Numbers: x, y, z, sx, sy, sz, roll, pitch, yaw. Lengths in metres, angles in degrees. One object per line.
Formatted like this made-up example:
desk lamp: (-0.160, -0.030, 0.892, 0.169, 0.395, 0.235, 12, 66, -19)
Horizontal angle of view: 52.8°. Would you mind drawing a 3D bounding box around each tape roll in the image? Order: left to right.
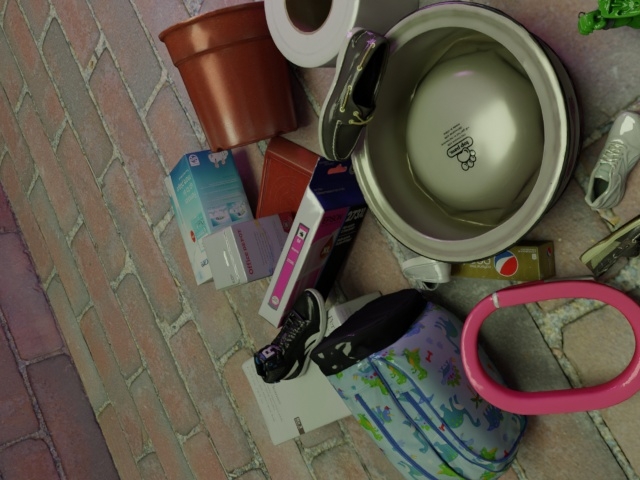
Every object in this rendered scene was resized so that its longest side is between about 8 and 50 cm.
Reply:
tape roll: (0.036, -0.445, 1.192, 0.246, 0.169, 0.246, 14, 111, 42)

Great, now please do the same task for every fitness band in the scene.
fitness band: (0.368, 0.167, 1.017, 0.290, 0.054, 0.209, -10, 91, 19)

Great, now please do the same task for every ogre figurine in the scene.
ogre figurine: (0.447, -0.324, 0.838, 0.197, 0.118, 0.097, -50, 61, 39)

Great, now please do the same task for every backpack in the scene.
backpack: (0.193, 0.278, 1.155, 0.273, 0.290, 0.356, -22, 92, 37)

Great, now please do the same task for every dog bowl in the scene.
dog bowl: (0.242, -0.176, 1.067, 0.407, 0.150, 0.408, 14, 110, 42)

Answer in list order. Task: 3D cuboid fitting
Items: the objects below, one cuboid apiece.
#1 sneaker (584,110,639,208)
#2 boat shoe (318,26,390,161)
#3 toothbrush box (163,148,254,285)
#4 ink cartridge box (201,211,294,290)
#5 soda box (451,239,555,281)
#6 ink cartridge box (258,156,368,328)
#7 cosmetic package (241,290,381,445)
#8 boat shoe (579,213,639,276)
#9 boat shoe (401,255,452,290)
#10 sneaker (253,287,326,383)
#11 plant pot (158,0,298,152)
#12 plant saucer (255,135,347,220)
sneaker: (0.434, -0.115, 0.950, 0.053, 0.061, 0.152, 28, 118, 40)
boat shoe: (0.057, -0.233, 1.074, 0.068, 0.081, 0.228, 34, 120, 40)
toothbrush box: (-0.268, -0.057, 1.611, 0.216, 0.126, 0.296, -24, 84, 60)
ink cartridge box: (-0.148, 0.024, 1.433, 0.127, 0.176, 0.128, -19, 87, 47)
soda box: (0.308, 0.033, 1.120, 0.181, 0.058, 0.061, 1, 102, 46)
ink cartridge box: (0.000, 0.000, 1.322, 0.069, 0.175, 0.371, 33, 117, 26)
cosmetic package: (0.011, 0.290, 1.424, 0.385, 0.156, 0.217, -41, 70, 45)
boat shoe: (0.459, 0.003, 0.965, 0.049, 0.056, 0.152, 55, 143, 13)
boat shoe: (0.200, 0.061, 1.189, 0.184, 0.066, 0.063, 148, 114, -73)
sneaker: (-0.067, 0.202, 1.288, 0.079, 0.121, 0.217, 36, 122, 37)
plant pot: (-0.176, -0.341, 1.391, 0.272, 0.272, 0.265, -5, 105, 46)
plant saucer: (-0.059, -0.082, 1.477, 0.259, 0.047, 0.259, 31, 121, 37)
